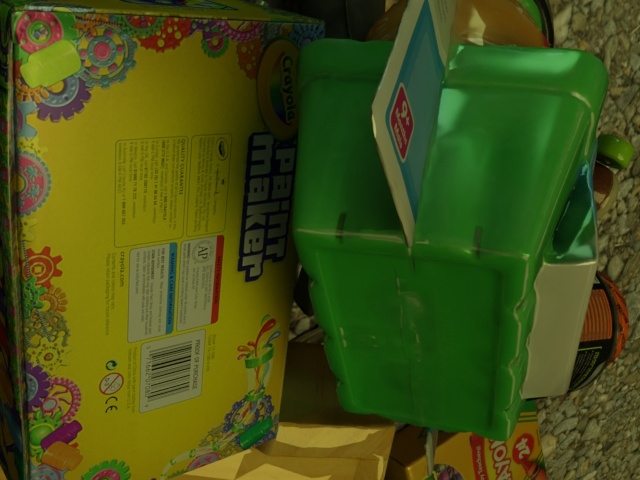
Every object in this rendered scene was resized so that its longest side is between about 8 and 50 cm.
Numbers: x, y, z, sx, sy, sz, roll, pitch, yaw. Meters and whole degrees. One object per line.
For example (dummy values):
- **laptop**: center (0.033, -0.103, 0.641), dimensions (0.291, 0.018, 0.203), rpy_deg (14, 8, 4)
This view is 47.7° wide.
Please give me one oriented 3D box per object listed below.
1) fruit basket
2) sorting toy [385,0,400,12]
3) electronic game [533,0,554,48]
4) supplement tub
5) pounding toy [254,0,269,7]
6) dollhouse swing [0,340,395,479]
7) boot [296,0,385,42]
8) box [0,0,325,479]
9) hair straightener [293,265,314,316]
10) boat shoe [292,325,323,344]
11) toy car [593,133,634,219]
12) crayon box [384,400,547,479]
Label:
- **fruit basket**: center (0.106, -0.071, 0.467), dimensions (0.327, 0.165, 0.353), rpy_deg (77, 32, -49)
- **sorting toy**: center (0.065, -0.233, 0.748), dimensions (0.075, 0.045, 0.083), rpy_deg (-18, 117, -11)
- **electronic game**: center (0.192, -0.217, 0.851), dimensions (0.229, 0.048, 0.229), rpy_deg (-12, 114, -29)
- **supplement tub**: center (0.251, 0.111, 0.964), dimensions (0.338, 0.207, 0.207), rpy_deg (3, 110, -40)
- **pounding toy**: center (0.018, -0.123, 0.597), dimensions (0.269, 0.154, 0.155), rpy_deg (-30, 123, -23)
- **dollhouse swing**: center (-0.127, 0.273, 0.665), dimensions (0.305, 0.315, 0.347), rpy_deg (12, 98, -5)
- **boot**: center (-0.007, -0.190, 0.689), dimensions (0.189, 0.076, 0.208), rpy_deg (-25, 128, -28)
- **box**: center (-0.162, -0.030, 0.503), dimensions (0.177, 0.279, 0.290), rpy_deg (-10, 119, -36)
- **hair straightener**: center (0.000, 0.000, 0.770), dimensions (0.089, 0.047, 0.230), rpy_deg (-19, 144, -30)
- **boat shoe**: center (0.005, 0.142, 0.881), dimensions (0.170, 0.059, 0.063), rpy_deg (-41, 132, -15)
- **toy car**: center (0.287, -0.097, 0.968), dimensions (0.188, 0.149, 0.155), rpy_deg (28, 90, -15)
- **crayon box**: center (0.207, 0.362, 1.116), dimensions (0.318, 0.081, 0.202), rpy_deg (-25, 111, -27)
